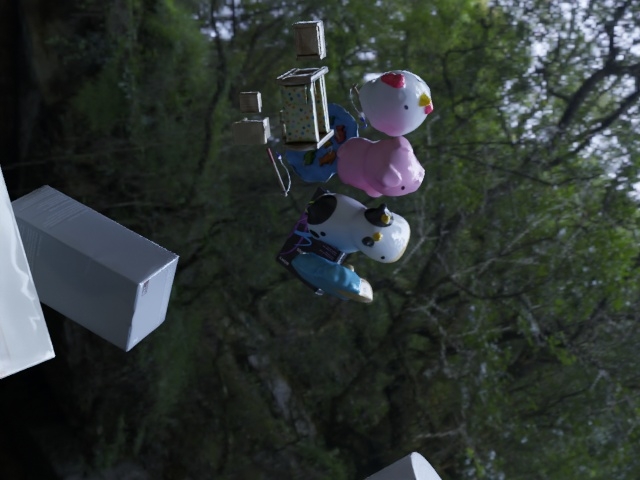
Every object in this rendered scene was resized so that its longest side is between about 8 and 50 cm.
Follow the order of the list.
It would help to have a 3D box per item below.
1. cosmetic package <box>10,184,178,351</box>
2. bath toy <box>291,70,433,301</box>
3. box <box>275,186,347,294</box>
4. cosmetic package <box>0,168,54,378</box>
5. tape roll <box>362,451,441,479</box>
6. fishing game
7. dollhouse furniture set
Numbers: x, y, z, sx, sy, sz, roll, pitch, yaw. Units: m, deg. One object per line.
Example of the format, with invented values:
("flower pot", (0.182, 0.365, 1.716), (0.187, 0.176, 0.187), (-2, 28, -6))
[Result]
("cosmetic package", (-0.329, 0.036, 1.157), (0.238, 0.107, 0.127), (27, -57, 10))
("bath toy", (0.076, -0.092, 1.175), (0.129, 0.151, 0.348), (83, 27, -77))
("box", (0.000, 0.000, 1.494), (0.116, 0.029, 0.162), (37, -77, 32))
("cosmetic package", (-0.460, 0.031, 1.016), (0.153, 0.129, 0.296), (-14, -87, 32))
("tape roll", (0.137, 0.484, 1.309), (0.169, 0.246, 0.246), (-31, -115, 10))
("fishing game", (-0.003, -0.214, 1.798), (0.264, 0.041, 0.189), (-31, -119, 19))
("dollhouse furniture set", (-0.077, -0.238, 1.287), (0.161, 0.101, 0.182), (0, -69, 18))
